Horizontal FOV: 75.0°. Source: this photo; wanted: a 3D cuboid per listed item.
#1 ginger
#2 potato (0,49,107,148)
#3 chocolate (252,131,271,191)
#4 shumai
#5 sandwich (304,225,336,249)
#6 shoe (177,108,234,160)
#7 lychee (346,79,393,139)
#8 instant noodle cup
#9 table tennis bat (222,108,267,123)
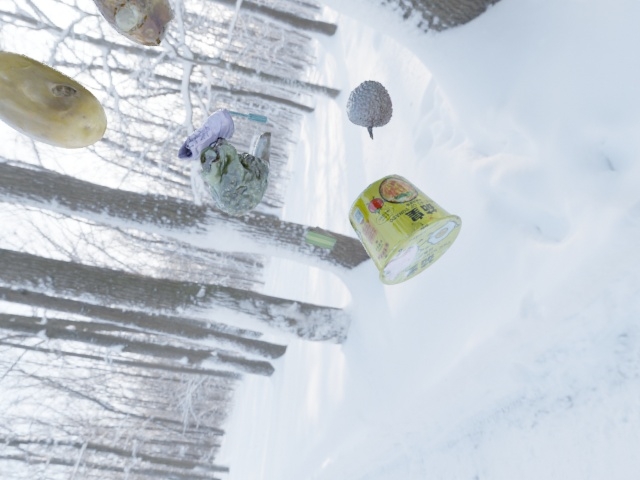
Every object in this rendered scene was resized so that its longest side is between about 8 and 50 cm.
[{"bbox_3d":[-0.516,-0.664,0.978,0.254,0.176,0.419,-66,-40,-57],"label":"ginger"},{"bbox_3d":[-0.526,-0.261,0.795,0.150,0.233,0.146,-62,14,-21],"label":"potato"},{"bbox_3d":[-0.251,-0.327,1.751,0.157,0.080,0.254,-149,64,-84],"label":"chocolate"},{"bbox_3d":[-0.300,-0.211,1.370,0.255,0.218,0.189,-14,45,41],"label":"shumai"},{"bbox_3d":[0.000,0.000,1.886,0.074,0.116,0.074,-26,-37,-48],"label":"sandwich"},{"bbox_3d":[-0.386,-0.347,1.400,0.137,0.095,0.245,-29,-7,-45],"label":"shoe"},{"bbox_3d":[0.166,-0.445,1.424,0.165,0.165,0.198,-107,19,-74],"label":"lychee"},{"bbox_3d":[0.262,-0.048,1.388,0.254,0.325,0.326,55,146,30],"label":"instant noodle cup"},{"bbox_3d":[-0.329,-0.547,1.826,0.124,0.201,0.033,-136,56,-65],"label":"table tennis bat"}]
